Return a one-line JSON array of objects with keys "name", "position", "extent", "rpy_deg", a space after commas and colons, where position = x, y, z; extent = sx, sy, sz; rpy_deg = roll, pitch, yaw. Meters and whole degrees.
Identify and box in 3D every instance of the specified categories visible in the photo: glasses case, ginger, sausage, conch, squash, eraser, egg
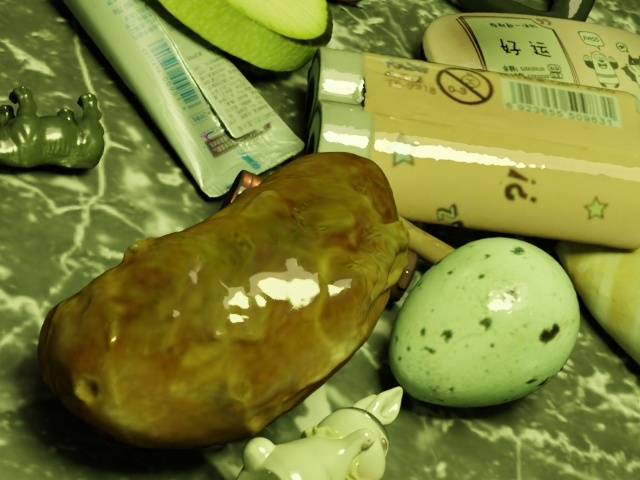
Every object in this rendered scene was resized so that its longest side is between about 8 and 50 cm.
[{"name": "glasses case", "position": [0.239, -0.160, 1.484], "extent": [0.314, 0.075, 0.122], "rpy_deg": [3, 49, -28]}, {"name": "ginger", "position": [-0.039, 0.045, 1.059], "extent": [0.172, 0.165, 0.321], "rpy_deg": [27, 43, 35]}, {"name": "sausage", "position": [0.097, 0.012, 1.263], "extent": [0.116, 0.026, 0.026], "rpy_deg": [32, 40, -25]}, {"name": "conch", "position": [0.322, 0.057, 1.297], "extent": [0.255, 0.127, 0.158], "rpy_deg": [41, 44, 10]}, {"name": "squash", "position": [-0.092, -0.254, 1.349], "extent": [0.252, 0.049, 0.252], "rpy_deg": [37, 26, -21]}, {"name": "eraser", "position": [0.134, -0.086, 1.309], "extent": [0.290, 0.087, 0.171], "rpy_deg": [8, 45, -9]}, {"name": "egg", "position": [0.125, 0.069, 1.183], "extent": [0.164, 0.131, 0.131], "rpy_deg": [-25, 64, -17]}]

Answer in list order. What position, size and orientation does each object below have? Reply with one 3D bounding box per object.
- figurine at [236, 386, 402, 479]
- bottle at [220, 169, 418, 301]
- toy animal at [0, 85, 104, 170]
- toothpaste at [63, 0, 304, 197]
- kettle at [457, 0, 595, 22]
[{"name": "figurine", "position": [0.010, 0.169, 1.070], "extent": [0.146, 0.081, 0.098], "rpy_deg": [-18, 105, -45]}, {"name": "bottle", "position": [0.000, 0.000, 1.216], "extent": [0.164, 0.060, 0.060], "rpy_deg": [24, 43, -9]}, {"name": "toy animal", "position": [-0.231, -0.082, 1.163], "extent": [0.135, 0.047, 0.065], "rpy_deg": [2, 59, -36]}, {"name": "toothpaste", "position": [-0.142, -0.168, 1.284], "extent": [0.114, 0.073, 0.299], "rpy_deg": [-30, 76, -39]}, {"name": "kettle", "position": [0.218, -0.369, 1.579], "extent": [0.271, 0.207, 0.251], "rpy_deg": [23, 36, -22]}]
